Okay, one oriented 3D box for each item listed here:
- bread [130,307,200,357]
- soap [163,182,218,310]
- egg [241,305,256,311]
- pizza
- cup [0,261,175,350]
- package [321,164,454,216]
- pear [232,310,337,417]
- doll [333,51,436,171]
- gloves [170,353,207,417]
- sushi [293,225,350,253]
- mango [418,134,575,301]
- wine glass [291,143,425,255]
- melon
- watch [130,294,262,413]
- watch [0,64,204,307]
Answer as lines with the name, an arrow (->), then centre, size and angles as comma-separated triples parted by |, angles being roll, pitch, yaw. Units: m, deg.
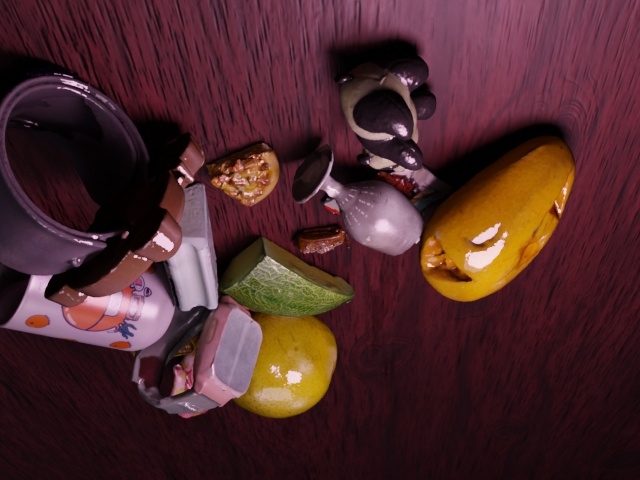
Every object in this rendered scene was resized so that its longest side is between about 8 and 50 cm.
bread -> -0.378, 0.197, 1.981 | 0.181, 0.096, 0.222 | -9, 148, 0
soap -> -0.251, 0.019, 1.673 | 0.094, 0.150, 0.261 | -1, 148, -1
egg -> -0.144, 0.126, 1.932 | 0.083, 0.071, 0.071 | 4, 149, -40
pizza -> -0.143, -0.113, 1.577 | 0.134, 0.046, 0.175 | -2, 148, -6
cup -> -0.464, 0.101, 1.719 | 0.317, 0.212, 0.212 | 18, 141, -36
package -> 0.134, -0.082, 1.675 | 0.232, 0.040, 0.166 | -26, 142, 32
pear -> -0.109, 0.280, 1.990 | 0.294, 0.294, 0.294 | -4, 148, -2
doll -> 0.113, -0.203, 1.403 | 0.135, 0.143, 0.234 | 8, 155, 25
gloves -> -0.323, 0.357, 2.234 | 0.145, 0.126, 0.241 | 9, 116, -14
sushi -> 0.000, 0.000, 1.775 | 0.120, 0.052, 0.055 | -10, 132, 4
mango -> 0.332, -0.046, 1.599 | 0.253, 0.182, 0.365 | 4, 125, -57
wine glass -> 0.073, -0.067, 1.570 | 0.241, 0.126, 0.126 | 29, 135, -26
melon -> -0.050, 0.102, 1.860 | 0.323, 0.124, 0.196 | 22, 146, -34
watch -> -0.274, 0.246, 1.817 | 0.241, 0.253, 0.162 | 0, 150, 31
watch -> -0.397, -0.103, 1.363 | 0.314, 0.335, 0.327 | -25, 124, 37
